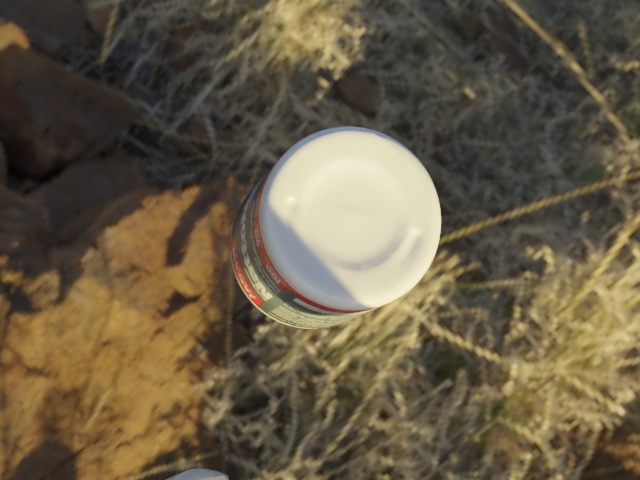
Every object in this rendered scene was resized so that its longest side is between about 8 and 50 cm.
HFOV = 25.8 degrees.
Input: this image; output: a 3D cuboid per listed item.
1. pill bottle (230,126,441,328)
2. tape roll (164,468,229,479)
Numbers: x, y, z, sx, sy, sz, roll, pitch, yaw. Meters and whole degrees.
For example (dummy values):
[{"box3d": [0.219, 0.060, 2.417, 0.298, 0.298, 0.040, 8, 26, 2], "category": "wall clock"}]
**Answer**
[{"box3d": [0.000, 0.000, 0.877, 0.108, 0.180, 0.108, 2, 80, -12], "category": "pill bottle"}, {"box3d": [-0.079, 0.407, 1.329, 0.392, 0.072, 0.392, 58, 15, -26], "category": "tape roll"}]
